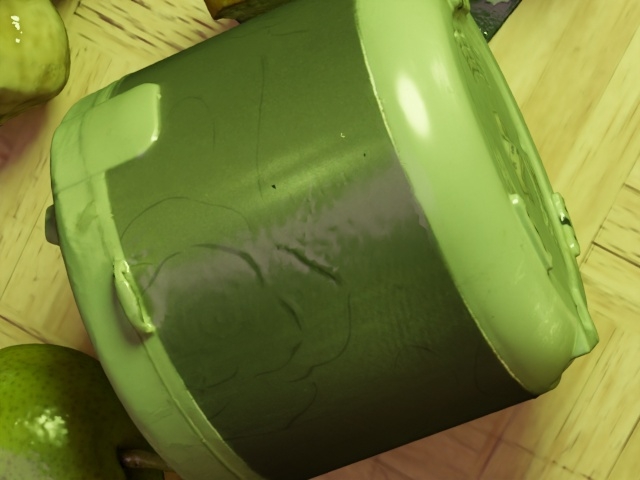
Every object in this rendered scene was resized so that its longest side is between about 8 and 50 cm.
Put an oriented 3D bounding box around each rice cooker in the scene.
[{"bbox_3d":[-0.003,0.000,0.891,0.277,0.288,0.288,-23,86,17],"label":"rice cooker"}]

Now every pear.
[{"bbox_3d":[-0.172,0.152,0.989,0.216,0.166,0.180,-18,73,30],"label":"pear"}]

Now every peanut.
[{"bbox_3d":[-0.288,-0.159,1.038,0.253,0.122,0.137,36,111,14],"label":"peanut"}]

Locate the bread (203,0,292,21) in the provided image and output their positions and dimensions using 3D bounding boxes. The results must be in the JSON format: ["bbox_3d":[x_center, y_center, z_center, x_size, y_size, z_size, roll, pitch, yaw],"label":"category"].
[{"bbox_3d":[0.014,-0.180,0.943,0.187,0.103,0.065,-13,79,23],"label":"bread"}]

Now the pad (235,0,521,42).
[{"bbox_3d":[0.011,-0.197,1.012,0.245,0.006,0.170,41,103,10],"label":"pad"}]
